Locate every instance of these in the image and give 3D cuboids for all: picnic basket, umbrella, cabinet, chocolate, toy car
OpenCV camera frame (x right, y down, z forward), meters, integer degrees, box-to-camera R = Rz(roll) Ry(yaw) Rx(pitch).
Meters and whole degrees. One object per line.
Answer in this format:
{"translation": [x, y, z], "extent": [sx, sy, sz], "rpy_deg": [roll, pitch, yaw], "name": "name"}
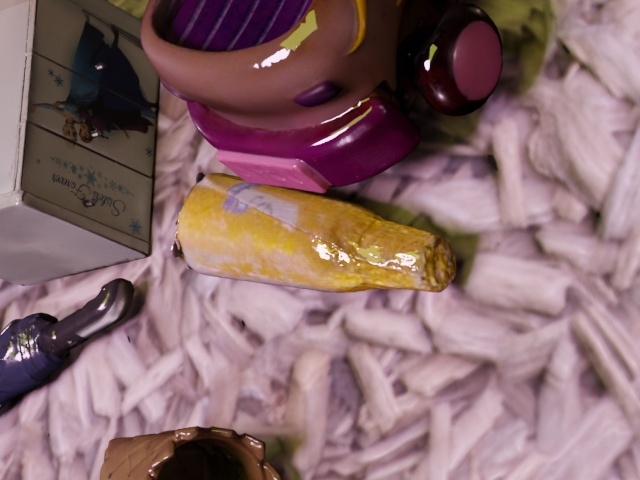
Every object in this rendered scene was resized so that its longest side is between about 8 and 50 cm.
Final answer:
{"translation": [-0.076, 0.197, 1.307], "extent": [0.178, 0.128, 0.138], "rpy_deg": [-7, 71, 56], "name": "picnic basket"}
{"translation": [-0.250, 0.097, 1.530], "extent": [0.248, 0.071, 0.071], "rpy_deg": [-29, 58, 29], "name": "umbrella"}
{"translation": [-0.230, -0.091, 1.533], "extent": [0.150, 0.145, 0.206], "rpy_deg": [-13, 65, 36], "name": "cabinet"}
{"translation": [0.000, 0.000, 1.363], "extent": [0.219, 0.085, 0.086], "rpy_deg": [9, 79, 36], "name": "chocolate"}
{"translation": [-0.009, -0.224, 1.334], "extent": [0.271, 0.240, 0.341], "rpy_deg": [8, 70, 42], "name": "toy car"}
